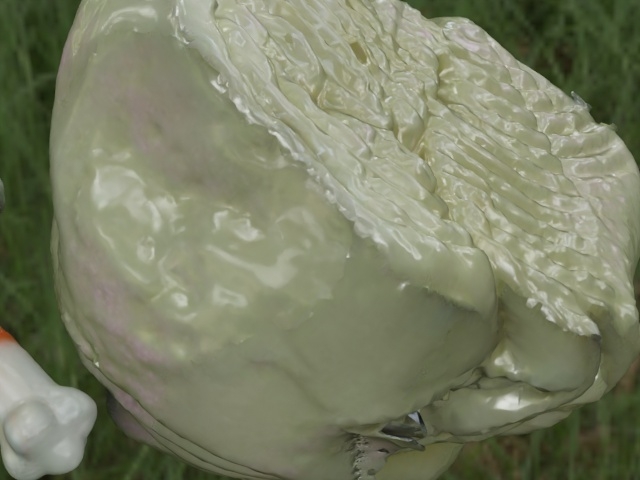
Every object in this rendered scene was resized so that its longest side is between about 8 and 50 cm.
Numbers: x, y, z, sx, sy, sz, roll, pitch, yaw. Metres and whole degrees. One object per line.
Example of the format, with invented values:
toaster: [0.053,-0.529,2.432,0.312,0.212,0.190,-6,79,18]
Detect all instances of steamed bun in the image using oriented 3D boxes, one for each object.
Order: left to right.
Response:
steamed bun: [0.000,0.000,0.784,0.320,0.206,0.275,30,32,-26]

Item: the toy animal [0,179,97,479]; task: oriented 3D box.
toy animal: [-0.211,0.007,0.759,0.140,0.282,0.138,-35,-8,-1]
